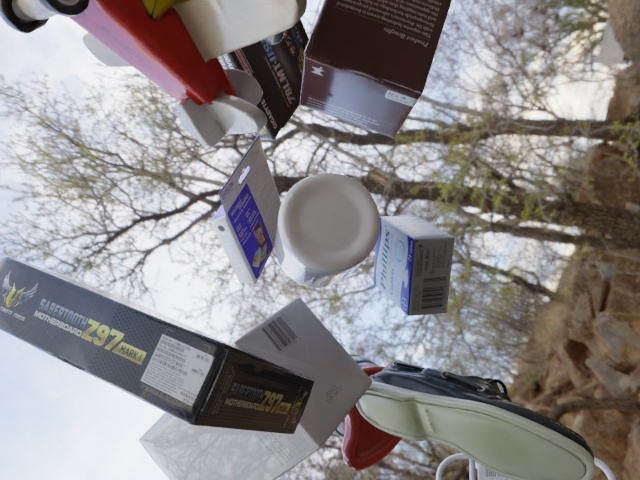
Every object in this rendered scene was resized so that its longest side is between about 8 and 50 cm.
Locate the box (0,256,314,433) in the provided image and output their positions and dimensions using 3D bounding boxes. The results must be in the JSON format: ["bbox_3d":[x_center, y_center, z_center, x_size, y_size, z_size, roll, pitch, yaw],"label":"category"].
[{"bbox_3d":[-0.141,0.095,0.468,0.059,0.233,0.183,-67,-25,-14],"label":"box"}]

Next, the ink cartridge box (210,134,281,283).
[{"bbox_3d":[-0.135,-0.061,1.023,0.206,0.045,0.208,-68,-30,-48],"label":"ink cartridge box"}]

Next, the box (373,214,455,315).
[{"bbox_3d":[0.145,0.036,0.863,0.072,0.137,0.126,-3,-72,-17],"label":"box"}]

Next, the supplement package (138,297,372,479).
[{"bbox_3d":[-0.102,0.259,0.815,0.293,0.175,0.177,-46,-9,30],"label":"supplement package"}]

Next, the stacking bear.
[{"bbox_3d":[0.028,0.294,1.057,0.164,0.289,0.175,-11,-82,-32],"label":"stacking bear"}]

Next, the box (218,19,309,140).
[{"bbox_3d":[-0.131,-0.468,1.403,0.293,0.074,0.295,-62,-36,-29],"label":"box"}]

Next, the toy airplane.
[{"bbox_3d":[-0.209,-0.323,0.778,0.384,0.387,0.272,116,174,-76],"label":"toy airplane"}]

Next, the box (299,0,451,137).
[{"bbox_3d":[0.080,-0.295,0.801,0.167,0.169,0.203,118,172,-79],"label":"box"}]

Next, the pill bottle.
[{"bbox_3d":[0.000,0.000,0.778,0.131,0.131,0.229,-59,-1,-15],"label":"pill bottle"}]

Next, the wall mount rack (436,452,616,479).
[{"bbox_3d":[0.422,0.563,1.104,0.304,0.350,0.130,-76,-31,-42],"label":"wall mount rack"}]

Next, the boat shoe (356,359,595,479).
[{"bbox_3d":[0.218,0.245,0.781,0.113,0.340,0.127,-41,-59,-43],"label":"boat shoe"}]
